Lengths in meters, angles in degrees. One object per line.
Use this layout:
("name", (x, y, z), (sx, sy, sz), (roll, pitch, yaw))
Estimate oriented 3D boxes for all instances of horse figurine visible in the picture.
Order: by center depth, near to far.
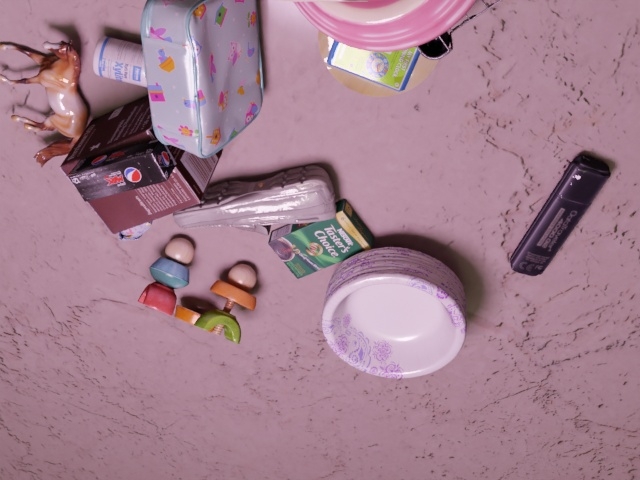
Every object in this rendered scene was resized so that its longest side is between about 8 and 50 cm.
("horse figurine", (-0.491, -0.256, 1.536), (0.174, 0.066, 0.263), (7, 129, 13))

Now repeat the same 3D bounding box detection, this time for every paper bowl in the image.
("paper bowl", (0.150, 0.130, 1.684), (0.284, 0.148, 0.284), (6, 130, 7))

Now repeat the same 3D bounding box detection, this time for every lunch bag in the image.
("lunch bag", (-0.181, -0.287, 1.351), (0.108, 0.224, 0.279), (17, 133, 19))
("lunch bag", (-0.369, -0.042, 1.688), (0.083, 0.071, 0.053), (-34, 120, 30))

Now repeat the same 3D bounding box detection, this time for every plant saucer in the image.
("plant saucer", (0.080, -0.432, 1.178), (0.332, 0.084, 0.332), (6, 108, 20))

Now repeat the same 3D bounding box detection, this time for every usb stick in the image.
("usb stick", (0.437, -0.040, 1.553), (0.077, 0.045, 0.278), (14, 131, -10))

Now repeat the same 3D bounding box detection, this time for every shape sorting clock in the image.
("shape sorting clock", (0.099, -0.332, 1.372), (0.206, 0.040, 0.206), (4, 121, 6))

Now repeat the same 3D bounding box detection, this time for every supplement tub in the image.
("supplement tub", (-0.332, -0.308, 1.457), (0.107, 0.071, 0.071), (13, 131, 1))

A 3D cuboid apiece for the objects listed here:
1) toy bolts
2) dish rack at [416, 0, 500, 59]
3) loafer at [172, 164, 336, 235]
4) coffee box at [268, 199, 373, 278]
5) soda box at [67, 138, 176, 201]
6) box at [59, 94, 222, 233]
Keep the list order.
("toy bolts", (-0.261, 0.095, 1.777), (0.228, 0.158, 0.218), (27, 171, -24))
("dish rack", (0.216, -0.422, 1.231), (0.271, 0.074, 0.208), (-29, 108, 30))
("loafer", (-0.126, -0.056, 1.603), (0.319, 0.112, 0.111), (-8, 119, 17))
("coffee box", (0.000, 0.000, 1.672), (0.184, 0.040, 0.113), (-22, 122, 26))
("soda box", (-0.330, -0.117, 1.406), (0.169, 0.053, 0.060), (-11, 124, 21))
("box", (-0.319, -0.146, 1.526), (0.203, 0.168, 0.167), (-18, 124, 23))
